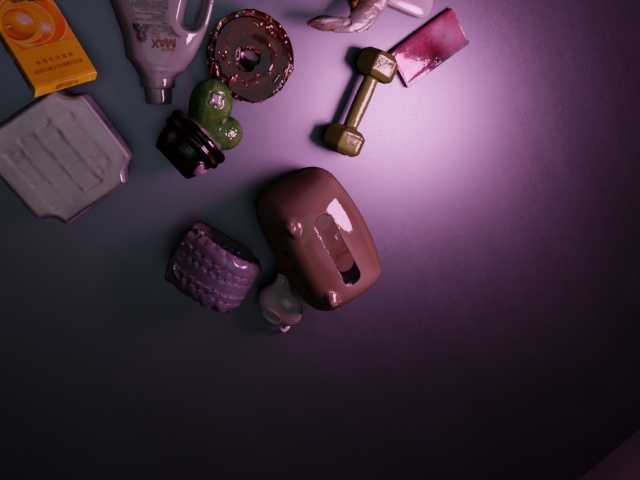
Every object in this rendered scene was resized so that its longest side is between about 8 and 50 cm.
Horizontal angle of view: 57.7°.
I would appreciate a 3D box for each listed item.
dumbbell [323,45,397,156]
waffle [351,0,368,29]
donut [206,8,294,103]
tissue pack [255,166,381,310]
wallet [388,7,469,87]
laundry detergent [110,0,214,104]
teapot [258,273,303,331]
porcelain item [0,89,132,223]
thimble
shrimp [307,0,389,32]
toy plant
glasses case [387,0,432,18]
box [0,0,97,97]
[{"bbox_3d":[0.112,-0.384,1.629,0.108,0.121,0.302,25,99,8],"label":"dumbbell"},{"bbox_3d":[0.115,-0.623,1.609,0.078,0.016,0.085,11,103,-19],"label":"waffle"},{"bbox_3d":[-0.189,-0.479,1.522,0.235,0.089,0.235,-5,108,-16],"label":"donut"},{"bbox_3d":[0.000,0.000,1.623,0.267,0.277,0.387,-31,113,-9],"label":"tissue pack"},{"bbox_3d":[0.314,-0.557,1.683,0.232,0.025,0.119,-37,112,-4],"label":"wallet"},{"bbox_3d":[-0.387,-0.539,1.429,0.264,0.125,0.398,-3,108,-17],"label":"laundry detergent"},{"bbox_3d":[-0.120,0.202,1.724,0.092,0.145,0.226,-50,151,-34],"label":"teapot"},{"bbox_3d":[-0.634,-0.211,1.431,0.281,0.157,0.286,-37,111,-3],"label":"porcelain item"},{"bbox_3d":[-0.295,0.077,1.593,0.236,0.205,0.172,32,96,-23],"label":"thimble"},{"bbox_3d":[0.022,-0.655,1.515,0.360,0.085,0.247,-14,94,-10],"label":"shrimp"},{"bbox_3d":[-0.304,-0.283,1.496,0.235,0.175,0.218,-46,153,-8],"label":"toy plant"},{"bbox_3d":[0.218,-0.677,1.604,0.197,0.049,0.076,15,100,-17],"label":"glasses case"},{"bbox_3d":[-0.649,-0.470,1.330,0.152,0.043,0.269,-32,90,-35],"label":"box"}]
